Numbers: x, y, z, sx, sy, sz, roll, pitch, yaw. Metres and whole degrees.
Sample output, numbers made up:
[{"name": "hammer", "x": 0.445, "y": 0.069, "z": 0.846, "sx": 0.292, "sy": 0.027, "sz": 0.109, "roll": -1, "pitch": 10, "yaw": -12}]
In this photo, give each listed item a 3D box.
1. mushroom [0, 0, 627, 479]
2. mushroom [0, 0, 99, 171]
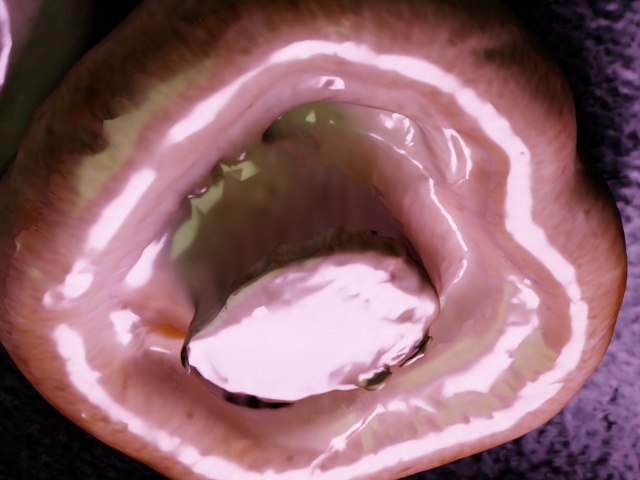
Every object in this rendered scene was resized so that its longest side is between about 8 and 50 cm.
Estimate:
[{"name": "mushroom", "x": 0.000, "y": 0.000, "z": 0.683, "sx": 0.278, "sy": 0.146, "sz": 0.278, "roll": -5, "pitch": 125, "yaw": -7}, {"name": "mushroom", "x": -0.203, "y": -0.110, "z": 0.649, "sx": 0.226, "sy": 0.178, "sz": 0.226, "roll": 12, "pitch": 129, "yaw": 16}]
